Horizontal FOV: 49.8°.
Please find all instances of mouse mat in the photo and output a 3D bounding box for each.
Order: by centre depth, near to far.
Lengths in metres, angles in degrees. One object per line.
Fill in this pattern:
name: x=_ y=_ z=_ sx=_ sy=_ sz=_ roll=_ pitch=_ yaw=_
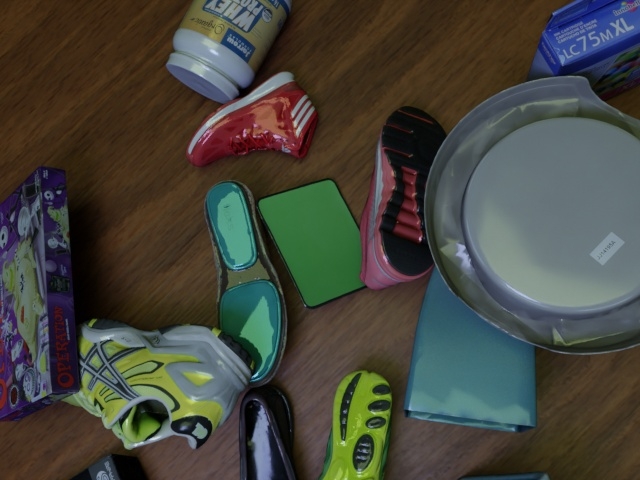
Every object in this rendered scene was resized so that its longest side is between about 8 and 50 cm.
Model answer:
mouse mat: x=0.000 y=0.000 z=1.055 sx=0.153 sy=0.007 sz=0.189 roll=-19 pitch=75 yaw=-32

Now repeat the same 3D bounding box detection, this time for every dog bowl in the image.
dog bowl: x=0.306 y=-0.026 z=0.863 sx=0.349 sy=0.102 sz=0.348 roll=-3 pitch=75 yaw=11

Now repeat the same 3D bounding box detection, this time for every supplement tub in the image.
supplement tub: x=-0.148 y=-0.337 z=1.116 sx=0.144 sy=0.144 sz=0.199 roll=26 pitch=84 yaw=12

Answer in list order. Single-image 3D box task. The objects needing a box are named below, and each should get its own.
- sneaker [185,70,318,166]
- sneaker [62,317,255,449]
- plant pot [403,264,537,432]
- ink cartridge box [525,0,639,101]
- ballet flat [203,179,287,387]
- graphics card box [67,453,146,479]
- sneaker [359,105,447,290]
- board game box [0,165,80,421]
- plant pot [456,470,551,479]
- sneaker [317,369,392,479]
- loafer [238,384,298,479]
sneaker: x=-0.101 y=-0.164 z=1.108 sx=0.221 sy=0.087 sz=0.128 roll=-39 pitch=75 yaw=1
sneaker: x=-0.278 y=0.204 z=0.970 sx=0.385 sy=0.145 sz=0.147 roll=-10 pitch=38 yaw=35
plant pot: x=0.213 y=0.137 z=0.970 sx=0.166 sy=0.165 sz=0.234 roll=6 pitch=72 yaw=10
ink cartridge box: x=0.381 y=-0.254 z=0.934 sx=0.186 sy=0.311 sz=0.065 roll=-25 pitch=75 yaw=4
ballet flat: x=-0.106 y=0.063 z=1.054 sx=0.108 sy=0.106 sz=0.315 roll=-8 pitch=79 yaw=4
graphics card box: x=-0.396 y=0.507 z=1.003 sx=0.371 sy=0.094 sz=0.232 roll=-34 pitch=64 yaw=2
sneaker: x=0.106 y=-0.067 z=1.045 sx=0.116 sy=0.136 sz=0.313 roll=22 pitch=59 yaw=-16
board game box: x=-0.446 y=0.084 z=1.057 sx=0.208 sy=0.056 sz=0.346 roll=-31 pitch=63 yaw=42
plant pot: x=0.208 y=0.462 z=0.833 sx=0.248 sy=0.247 sz=0.252 roll=-32 pitch=80 yaw=-23
sneaker: x=0.045 y=0.334 z=0.966 sx=0.110 sy=0.123 sz=0.295 roll=14 pitch=71 yaw=19
loafer: x=-0.077 y=0.363 z=0.998 sx=0.109 sy=0.095 sz=0.302 roll=-11 pitch=78 yaw=7
